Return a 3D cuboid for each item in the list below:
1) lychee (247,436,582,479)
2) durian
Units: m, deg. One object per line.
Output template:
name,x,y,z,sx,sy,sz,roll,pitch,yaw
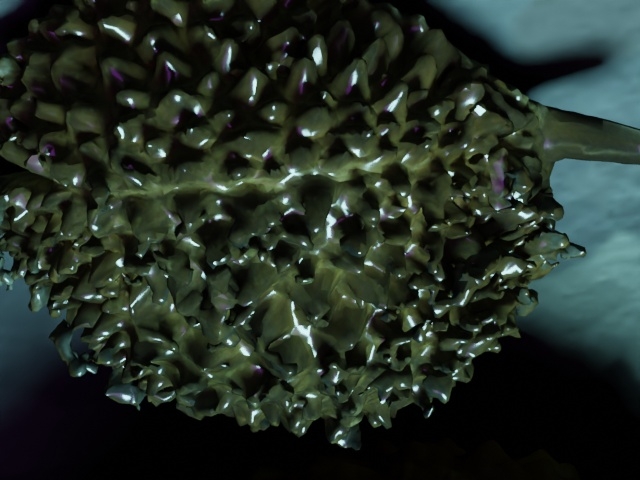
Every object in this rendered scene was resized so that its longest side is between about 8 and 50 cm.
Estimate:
lychee,0.033,0.186,0.556,0.267,0.267,0.267,-4,133,-5
durian,0.000,0.000,0.480,0.188,0.091,0.148,-11,133,-1
